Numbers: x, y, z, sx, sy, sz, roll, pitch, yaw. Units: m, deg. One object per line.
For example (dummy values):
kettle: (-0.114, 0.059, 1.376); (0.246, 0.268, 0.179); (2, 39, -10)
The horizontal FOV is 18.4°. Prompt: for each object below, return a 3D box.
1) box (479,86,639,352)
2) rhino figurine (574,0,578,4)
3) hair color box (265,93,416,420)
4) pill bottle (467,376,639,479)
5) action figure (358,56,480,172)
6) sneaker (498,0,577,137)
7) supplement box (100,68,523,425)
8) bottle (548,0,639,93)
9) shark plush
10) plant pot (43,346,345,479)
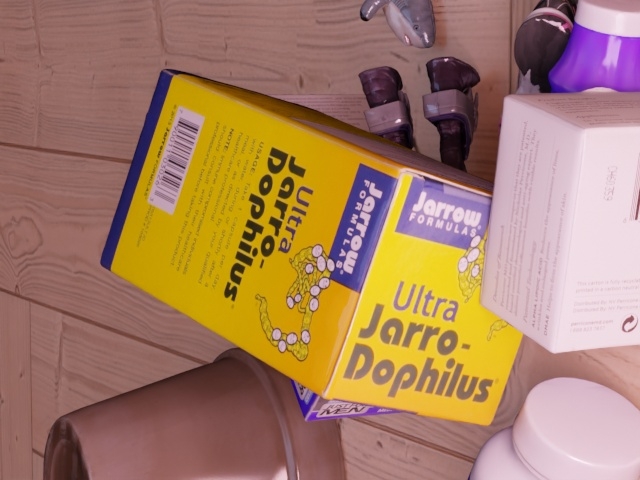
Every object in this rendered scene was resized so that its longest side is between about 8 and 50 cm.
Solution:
box: (0.238, -0.018, 1.547); (0.119, 0.181, 0.182); (-144, 55, -59)
rhino figurine: (0.219, -0.310, 1.674); (0.106, 0.073, 0.243); (-9, 85, 41)
hair color box: (0.030, 0.010, 1.975); (0.110, 0.185, 0.339); (116, 143, -44)
pill bottle: (0.189, 0.254, 1.707); (0.152, 0.152, 0.272); (58, 142, 45)
action figure: (0.110, -0.027, 1.839); (0.099, 0.185, 0.285); (44, -141, -68)
sneaker: (0.206, -0.145, 1.747); (0.178, 0.072, 0.077); (98, -167, -46)
supplement box: (0.000, 0.000, 1.704); (0.356, 0.194, 0.195); (26, 100, 50)
bottle: (0.227, -0.065, 1.666); (0.118, 0.092, 0.283); (40, 127, 56)
shark plush: (0.101, -0.273, 1.988); (0.067, 0.073, 0.161); (7, 78, 45)
plant pot: (-0.163, 0.287, 2.295); (0.323, 0.280, 0.323); (177, 90, -65)
